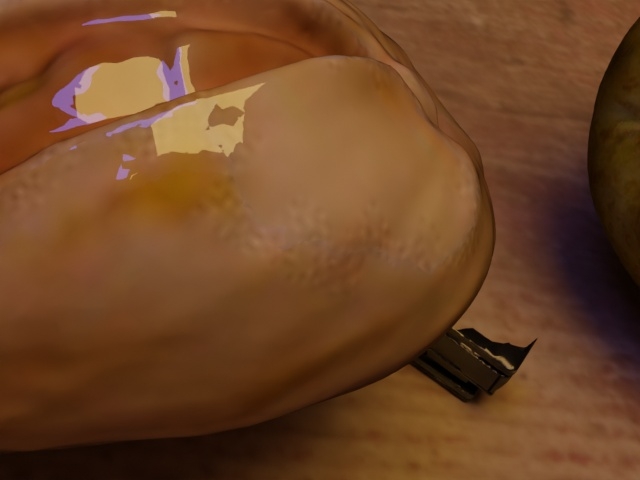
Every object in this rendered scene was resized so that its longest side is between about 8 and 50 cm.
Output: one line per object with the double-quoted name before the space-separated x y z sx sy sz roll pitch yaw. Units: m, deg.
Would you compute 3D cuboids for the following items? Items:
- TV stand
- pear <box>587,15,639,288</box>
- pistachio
"TV stand" 0.000 0.000 0.767 0.249 0.042 0.036 35 44 6
"pear" 0.304 -0.049 0.817 0.304 0.304 0.304 16 43 -15
"pistachio" -0.068 -0.014 0.613 0.309 0.230 0.230 -13 55 -18
